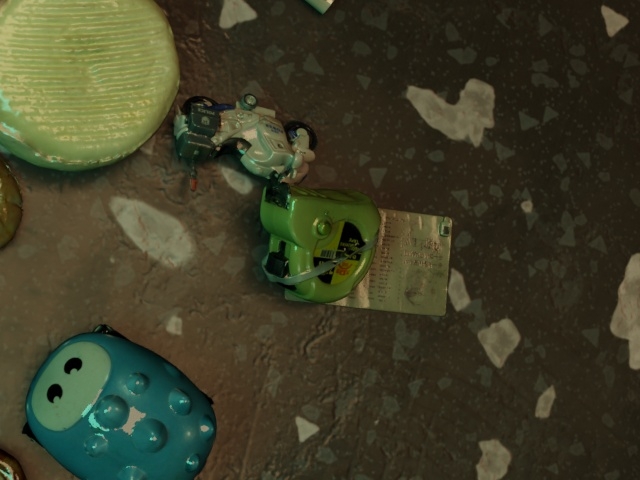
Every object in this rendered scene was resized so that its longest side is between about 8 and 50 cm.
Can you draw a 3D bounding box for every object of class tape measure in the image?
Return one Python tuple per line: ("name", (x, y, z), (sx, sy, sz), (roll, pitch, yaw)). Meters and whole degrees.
("tape measure", (0.000, 0.000, 1.409), (0.200, 0.106, 0.175), (-2, 108, -44))

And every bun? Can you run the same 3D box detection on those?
("bun", (-0.332, -0.230, 1.325), (0.287, 0.146, 0.287), (-2, 96, -23))

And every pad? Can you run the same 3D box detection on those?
("pad", (0.078, 0.026, 1.503), (0.265, 0.009, 0.159), (7, 82, -17))

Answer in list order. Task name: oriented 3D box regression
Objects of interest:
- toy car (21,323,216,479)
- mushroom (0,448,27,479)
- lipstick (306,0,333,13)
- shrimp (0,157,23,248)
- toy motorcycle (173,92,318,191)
("toy car", (-0.251, 0.231, 1.274), (0.255, 0.190, 0.188), (37, 75, -9))
("mushroom", (-0.434, 0.318, 1.254), (0.127, 0.087, 0.127), (1, 87, -20))
("lipstick", (-0.036, -0.398, 1.499), (0.130, 0.038, 0.038), (36, 74, -11))
("shrimp", (-0.503, -0.096, 1.296), (0.267, 0.061, 0.145), (44, 64, -6))
("toy motorcycle", (-0.105, -0.131, 1.418), (0.221, 0.102, 0.150), (12, 59, -20))
